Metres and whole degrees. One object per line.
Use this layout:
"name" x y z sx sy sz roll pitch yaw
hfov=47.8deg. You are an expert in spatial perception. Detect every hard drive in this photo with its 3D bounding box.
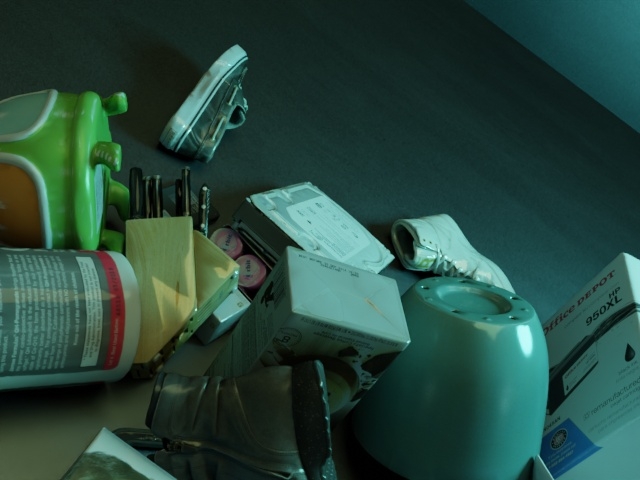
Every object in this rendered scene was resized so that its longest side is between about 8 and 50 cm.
"hard drive" -0.253 -0.054 1.262 0.094 0.022 0.135 48 39 14
"hard drive" 0.000 0.000 1.280 0.237 0.064 0.339 42 19 7

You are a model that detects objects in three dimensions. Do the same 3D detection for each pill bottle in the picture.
"pill bottle" -0.396 0.095 0.872 0.318 0.176 0.176 3 49 -36

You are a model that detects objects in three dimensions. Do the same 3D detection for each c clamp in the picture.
"c clamp" -0.221 0.303 0.921 0.160 0.022 0.137 7 46 -30

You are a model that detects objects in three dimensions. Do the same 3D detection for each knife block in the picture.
"knife block" -0.249 0.025 1.050 0.242 0.088 0.276 38 66 9

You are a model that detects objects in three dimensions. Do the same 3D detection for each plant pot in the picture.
"plant pot" 0.209 0.194 1.091 0.292 0.235 0.293 8 17 -3

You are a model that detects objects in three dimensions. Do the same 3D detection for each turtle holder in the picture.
"turtle holder" -0.398 -0.121 1.050 0.227 0.243 0.321 0 59 -11

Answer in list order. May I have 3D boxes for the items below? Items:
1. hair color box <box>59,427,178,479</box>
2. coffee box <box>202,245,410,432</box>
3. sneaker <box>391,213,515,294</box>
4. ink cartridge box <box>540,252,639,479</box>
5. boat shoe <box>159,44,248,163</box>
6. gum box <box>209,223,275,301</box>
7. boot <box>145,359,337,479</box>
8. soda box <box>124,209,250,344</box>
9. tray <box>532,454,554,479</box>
"hair color box" -0.152 0.398 0.780 0.374 0.114 0.185 36 42 -3
"coffee box" -0.033 0.167 0.979 0.168 0.297 0.119 17 38 -22
"sneaker" 0.258 0.061 1.480 0.169 0.108 0.293 -4 43 -38
"ink cartridge box" 0.551 0.260 1.341 0.166 0.285 0.395 29 38 -8
"boat shoe" -0.209 -0.269 1.464 0.119 0.121 0.335 36 48 -14
"gum box" -0.104 0.058 1.186 0.188 0.062 0.107 46 -1 13
"boot" -0.089 0.310 0.893 0.222 0.339 0.118 -7 7 0
"soda box" -0.215 0.057 1.140 0.216 0.069 0.074 45 39 12
"tray" 0.350 0.444 1.054 0.030 0.270 0.145 -22 39 -3
